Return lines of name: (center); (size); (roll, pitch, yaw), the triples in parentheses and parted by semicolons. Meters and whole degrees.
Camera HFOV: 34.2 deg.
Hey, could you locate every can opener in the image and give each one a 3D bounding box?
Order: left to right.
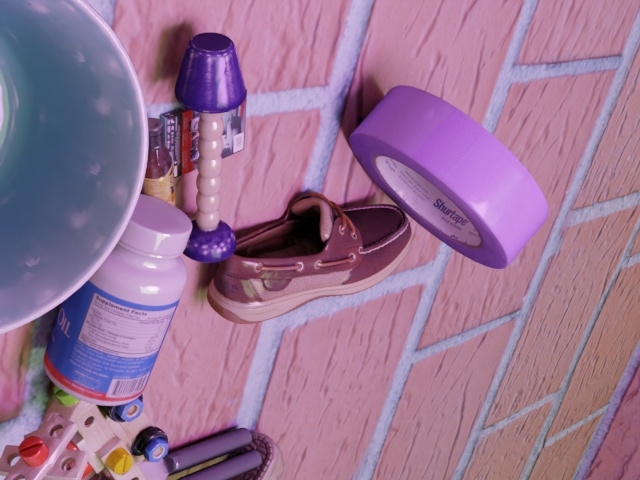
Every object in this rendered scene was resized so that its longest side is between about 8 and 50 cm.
can opener: (-0.209, 0.341, 1.504); (0.280, 0.074, 0.093); (-14, 164, -44)

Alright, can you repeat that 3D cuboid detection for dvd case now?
dvd case: (-0.136, -0.125, 1.215); (0.119, 0.013, 0.087); (-26, 138, -35)

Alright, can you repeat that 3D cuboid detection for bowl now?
bowl: (-0.315, -0.086, 0.846); (0.311, 0.163, 0.311); (-15, 118, -31)

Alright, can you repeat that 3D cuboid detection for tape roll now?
tape roll: (0.170, -0.083, 1.401); (0.090, 0.275, 0.275); (-48, 147, -8)

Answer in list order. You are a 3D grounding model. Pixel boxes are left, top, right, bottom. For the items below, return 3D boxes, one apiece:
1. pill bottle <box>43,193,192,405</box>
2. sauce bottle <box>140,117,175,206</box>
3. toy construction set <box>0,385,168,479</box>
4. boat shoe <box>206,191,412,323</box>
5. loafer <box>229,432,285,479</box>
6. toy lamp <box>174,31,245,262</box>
pill bottle: (-0.222, 0.063, 1.165); (0.124, 0.124, 0.221); (-3, 124, -51)
sauce bottle: (-0.185, -0.077, 1.167); (0.042, 0.042, 0.128); (-30, 142, -33)
toy construction set: (-0.293, 0.277, 1.268); (0.215, 0.151, 0.328); (-40, 155, -21)
boat shoe: (0.000, 0.000, 1.407); (0.342, 0.123, 0.123); (-19, 134, -34)
loafer: (-0.135, 0.431, 1.633); (0.268, 0.102, 0.092); (-55, 141, -1)
toy lamp: (-0.126, -0.100, 1.167); (0.080, 0.080, 0.275); (-27, 138, -36)
